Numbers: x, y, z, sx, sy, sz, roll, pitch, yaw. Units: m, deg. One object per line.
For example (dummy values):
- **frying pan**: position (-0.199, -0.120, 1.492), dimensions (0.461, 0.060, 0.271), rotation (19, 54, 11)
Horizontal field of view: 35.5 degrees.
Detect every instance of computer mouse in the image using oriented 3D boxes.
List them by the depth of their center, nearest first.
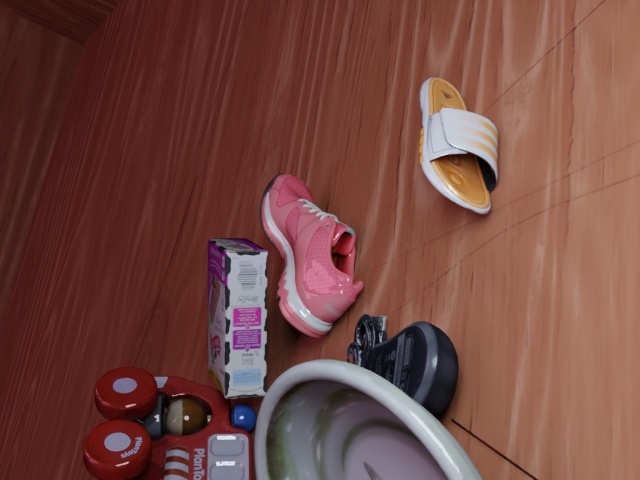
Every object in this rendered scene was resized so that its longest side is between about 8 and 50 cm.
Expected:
- **computer mouse**: position (0.108, 0.173, 1.267), dimensions (0.272, 0.072, 0.188), rotation (149, 135, -66)

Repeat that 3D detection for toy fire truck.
- **toy fire truck**: position (-0.226, 0.326, 1.551), dimensions (0.302, 0.254, 0.169), rotation (-95, 9, -57)

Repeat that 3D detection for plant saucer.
- **plant saucer**: position (0.081, 0.305, 1.066), dimensions (0.400, 0.100, 0.400), rotation (27, 126, 44)

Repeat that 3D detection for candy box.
- **candy box**: position (-0.137, 0.121, 1.613), dimensions (0.159, 0.071, 0.233), rotation (-158, 67, -72)

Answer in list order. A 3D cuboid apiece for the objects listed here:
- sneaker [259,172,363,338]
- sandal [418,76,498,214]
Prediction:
- **sneaker**: position (0.000, 0.001, 1.559), dimensions (0.136, 0.116, 0.314), rotation (-38, 45, 27)
- **sandal**: position (0.185, -0.150, 1.322), dimensions (0.076, 0.102, 0.265), rotation (-49, 31, 37)
